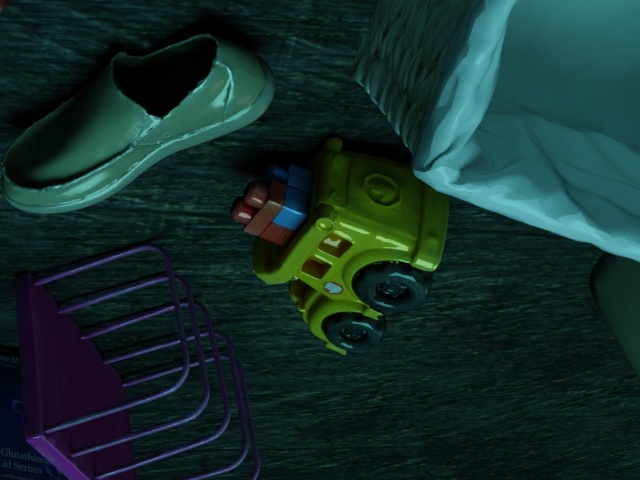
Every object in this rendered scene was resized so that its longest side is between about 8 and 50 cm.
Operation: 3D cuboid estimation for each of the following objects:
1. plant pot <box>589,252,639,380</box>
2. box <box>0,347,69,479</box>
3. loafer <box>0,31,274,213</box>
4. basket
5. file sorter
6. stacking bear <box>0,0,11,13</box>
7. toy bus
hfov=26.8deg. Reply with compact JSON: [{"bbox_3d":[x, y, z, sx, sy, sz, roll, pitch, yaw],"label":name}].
[{"bbox_3d":[0.485,0.137,1.616,0.256,0.274,0.256,-8,147,-5],"label":"plant pot"},{"bbox_3d":[-0.370,0.239,1.566,0.153,0.207,0.108,19,136,-39],"label":"box"},{"bbox_3d":[-0.176,-0.115,1.201,0.268,0.102,0.092,-26,144,5],"label":"loafer"},{"bbox_3d":[0.238,-0.173,0.932,0.331,0.266,0.328,17,106,-16],"label":"basket"},{"bbox_3d":[-0.196,0.166,1.517,0.182,0.202,0.291,-17,147,6],"label":"file sorter"},{"bbox_3d":[-0.282,-0.216,0.966,0.289,0.164,0.175,-12,147,-7],"label":"stacking bear"},{"bbox_3d":[0.000,0.000,1.395,0.211,0.149,0.220,18,141,-18],"label":"toy bus"}]
